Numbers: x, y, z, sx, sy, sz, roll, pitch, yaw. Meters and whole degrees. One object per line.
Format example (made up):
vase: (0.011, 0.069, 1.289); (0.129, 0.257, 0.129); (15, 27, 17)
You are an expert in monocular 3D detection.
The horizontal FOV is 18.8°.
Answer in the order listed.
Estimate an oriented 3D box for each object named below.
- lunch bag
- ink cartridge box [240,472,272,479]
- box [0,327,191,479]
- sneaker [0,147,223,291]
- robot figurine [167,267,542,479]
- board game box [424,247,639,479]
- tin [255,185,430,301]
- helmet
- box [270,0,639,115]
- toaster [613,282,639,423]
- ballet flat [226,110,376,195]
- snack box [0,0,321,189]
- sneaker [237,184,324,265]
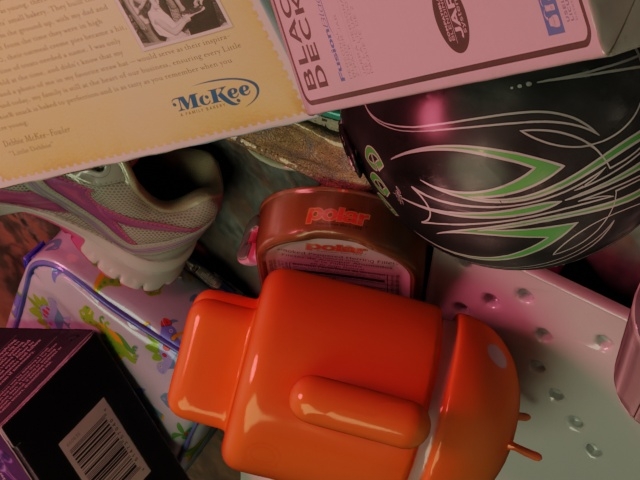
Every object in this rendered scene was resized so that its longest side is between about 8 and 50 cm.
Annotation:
lunch bag: (-0.145, 0.080, 1.416); (0.176, 0.090, 0.219); (34, 143, 6)
ink cartridge box: (0.009, 0.176, 1.363); (0.171, 0.056, 0.235); (49, 153, 33)
box: (-0.220, 0.152, 1.395); (0.207, 0.108, 0.153); (-4, 125, 46)
sneaker: (-0.166, -0.065, 1.256); (0.252, 0.103, 0.111); (24, 136, -29)
robot figurine: (0.023, 0.090, 1.152); (0.219, 0.128, 0.158); (14, 147, -1)
board game box: (0.234, 0.190, 1.243); (0.390, 0.050, 0.390); (26, 141, 18)
tin: (0.015, 0.019, 1.204); (0.106, 0.040, 0.190); (4, 158, 4)
helmet: (0.109, -0.064, 1.011); (0.161, 0.169, 0.169); (27, 145, 43)
box: (0.057, -0.148, 0.789); (0.290, 0.087, 0.169); (2, 111, 69)
toaster: (0.236, 0.018, 0.954); (0.129, 0.227, 0.146); (32, 160, 11)
ballet flat: (-0.079, -0.105, 1.167); (0.316, 0.107, 0.106); (27, 154, 17)
snack box: (-0.167, -0.126, 1.069); (0.322, 0.060, 0.187); (-10, 124, 28)
sneaker: (0.000, 0.000, 1.260); (0.057, 0.047, 0.119); (36, 149, -27)
